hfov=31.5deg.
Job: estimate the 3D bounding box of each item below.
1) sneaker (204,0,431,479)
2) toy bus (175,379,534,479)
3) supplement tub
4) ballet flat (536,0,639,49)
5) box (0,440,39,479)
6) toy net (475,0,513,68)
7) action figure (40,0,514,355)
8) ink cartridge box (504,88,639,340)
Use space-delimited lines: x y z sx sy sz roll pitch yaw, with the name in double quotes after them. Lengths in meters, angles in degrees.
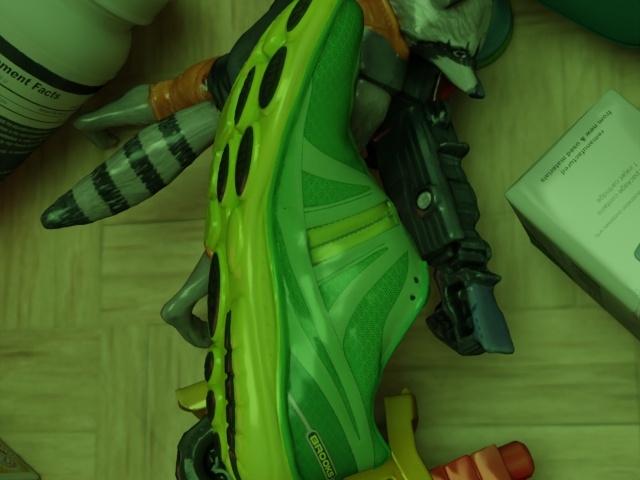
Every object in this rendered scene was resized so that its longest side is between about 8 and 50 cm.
0.000 0.000 0.668 0.123 0.109 0.295 3 91 -23 "sneaker"
0.030 0.167 0.736 0.211 0.149 0.220 -25 71 -3 "toy bus"
-0.262 -0.147 0.828 0.272 0.191 0.191 -40 72 15 "supplement tub"
0.263 -0.159 0.694 0.483 0.164 0.182 39 78 3 "ballet flat"
-0.334 0.161 0.855 0.203 0.103 0.114 36 91 19 "box"
0.175 -0.209 0.807 0.232 0.045 0.122 -16 72 11 "toy net"
-0.011 -0.058 0.754 0.330 0.178 0.341 -37 58 26 "action figure"
0.226 0.026 0.687 0.093 0.154 0.212 -45 70 4 "ink cartridge box"
